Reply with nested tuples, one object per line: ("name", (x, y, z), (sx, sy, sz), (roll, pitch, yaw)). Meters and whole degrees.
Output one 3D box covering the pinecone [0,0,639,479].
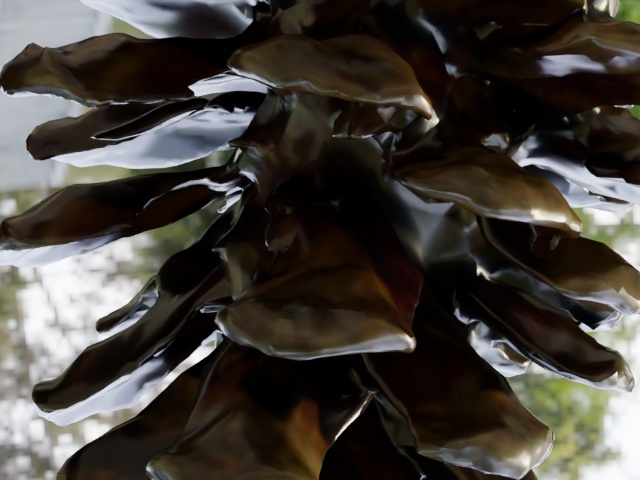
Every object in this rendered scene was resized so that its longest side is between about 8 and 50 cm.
("pinecone", (0.000, 0.000, 0.620), (0.244, 0.309, 0.244), (13, 175, 1))
